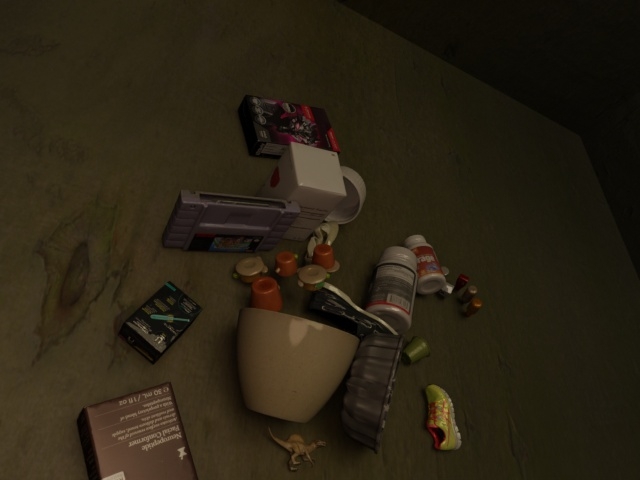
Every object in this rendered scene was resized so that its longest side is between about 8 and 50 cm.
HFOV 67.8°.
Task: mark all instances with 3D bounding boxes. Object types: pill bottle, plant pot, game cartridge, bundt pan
[{"bbox_3d":[0.249,0.168,1.648,0.161,0.161,0.283,30,48,-13],"label":"pill bottle"},{"bbox_3d":[0.385,0.087,1.810,0.121,0.121,0.216,12,44,-26],"label":"pill bottle"},{"bbox_3d":[0.315,0.379,1.613,0.079,0.083,0.083,-29,78,-30],"label":"plant pot"},{"bbox_3d":[-0.263,-0.046,1.409,0.355,0.230,0.068,3,52,-32],"label":"game cartridge"},{"bbox_3d":[0.141,0.411,1.337,0.124,0.330,0.330,12,47,13],"label":"bundt pan"}]

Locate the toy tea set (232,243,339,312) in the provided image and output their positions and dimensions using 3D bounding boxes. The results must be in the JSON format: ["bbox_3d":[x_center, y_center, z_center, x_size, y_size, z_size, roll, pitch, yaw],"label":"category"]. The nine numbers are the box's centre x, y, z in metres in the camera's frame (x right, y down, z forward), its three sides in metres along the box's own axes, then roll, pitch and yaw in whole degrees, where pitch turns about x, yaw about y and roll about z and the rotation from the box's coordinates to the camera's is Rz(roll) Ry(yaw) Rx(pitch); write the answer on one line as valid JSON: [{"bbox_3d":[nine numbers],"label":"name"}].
[{"bbox_3d":[-0.089,0.126,1.466,0.336,0.124,0.200,-12,38,-15],"label":"toy tea set"}]

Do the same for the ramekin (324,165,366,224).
[{"bbox_3d":[0.068,-0.172,1.738,0.207,0.207,0.109,43,38,-1],"label":"ramekin"}]

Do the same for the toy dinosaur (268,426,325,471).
[{"bbox_3d":[-0.069,0.556,1.265,0.183,0.053,0.092,23,34,-28],"label":"toy dinosaur"}]

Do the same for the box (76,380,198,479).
[{"bbox_3d":[-0.376,0.522,1.017,0.191,0.143,0.381,-9,67,-37],"label":"box"}]

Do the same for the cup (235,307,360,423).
[{"bbox_3d":[-0.082,0.336,1.245,0.331,0.331,0.236,21,72,-21],"label":"cup"}]

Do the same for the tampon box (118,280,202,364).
[{"bbox_3d":[-0.411,0.210,1.227,0.120,0.101,0.161,41,48,-2],"label":"tampon box"}]

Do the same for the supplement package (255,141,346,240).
[{"bbox_3d":[-0.073,-0.151,1.562,0.175,0.293,0.177,8,56,-29],"label":"supplement package"}]

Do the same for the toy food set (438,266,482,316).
[{"bbox_3d":[0.520,0.195,1.874,0.232,0.104,0.111,28,58,13],"label":"toy food set"}]

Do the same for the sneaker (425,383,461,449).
[{"bbox_3d":[0.374,0.564,1.518,0.094,0.081,0.208,-1,61,-31],"label":"sneaker"}]

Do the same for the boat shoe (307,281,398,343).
[{"bbox_3d":[0.104,0.272,1.511,0.340,0.127,0.113,39,60,-7],"label":"boat shoe"}]

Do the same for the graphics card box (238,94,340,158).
[{"bbox_3d":[-0.119,-0.427,1.857,0.371,0.094,0.232,0,61,-32],"label":"graphics card box"}]

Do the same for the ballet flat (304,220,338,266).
[{"bbox_3d":[0.000,0.000,1.643,0.086,0.086,0.248,31,48,-12],"label":"ballet flat"}]
